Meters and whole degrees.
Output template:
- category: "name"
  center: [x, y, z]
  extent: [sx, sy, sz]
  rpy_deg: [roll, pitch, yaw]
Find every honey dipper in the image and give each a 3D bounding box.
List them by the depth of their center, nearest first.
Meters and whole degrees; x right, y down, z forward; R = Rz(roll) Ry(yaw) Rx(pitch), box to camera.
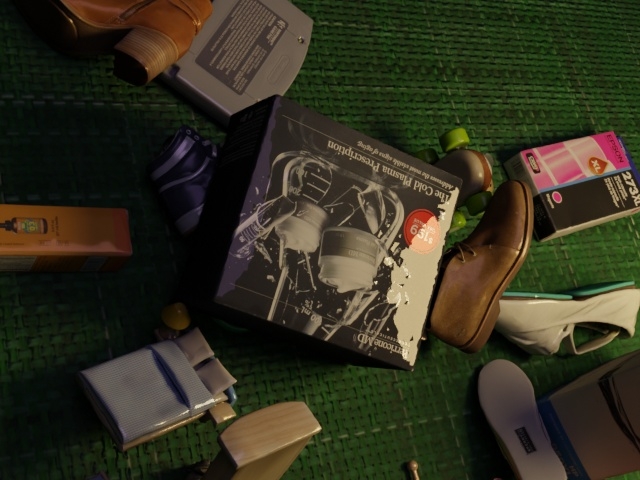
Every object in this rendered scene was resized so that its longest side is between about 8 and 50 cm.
- category: "honey dipper"
  center: [0.164, 0.427, 1.532]
  extent: [0.030, 0.030, 0.160]
  rpy_deg: [-6, 68, -31]

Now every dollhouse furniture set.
- category: "dollhouse furniture set"
  center: [-0.205, 0.210, 1.256]
  extent: [0.286, 0.198, 0.303]
  rpy_deg: [-15, 58, -41]

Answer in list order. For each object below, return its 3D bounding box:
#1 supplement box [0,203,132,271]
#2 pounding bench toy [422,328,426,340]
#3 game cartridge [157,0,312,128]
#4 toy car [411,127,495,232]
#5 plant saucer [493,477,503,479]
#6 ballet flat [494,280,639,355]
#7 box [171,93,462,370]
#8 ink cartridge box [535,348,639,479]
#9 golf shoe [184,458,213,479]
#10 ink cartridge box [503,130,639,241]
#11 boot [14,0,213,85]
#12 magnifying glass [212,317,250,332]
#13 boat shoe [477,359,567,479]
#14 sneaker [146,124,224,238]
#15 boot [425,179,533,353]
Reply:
- category: "supplement box"
  center: [-0.392, -0.002, 1.381]
  extent: [0.233, 0.080, 0.078]
  rpy_deg: [3, 66, -30]
- category: "pounding bench toy"
  center: [0.126, 0.144, 1.614]
  extent: [0.083, 0.065, 0.052]
  rpy_deg: [9, 65, -26]
- category: "game cartridge"
  center: [-0.134, -0.326, 1.689]
  extent: [0.196, 0.060, 0.294]
  rpy_deg: [34, 56, -8]
- category: "toy car"
  center: [0.284, -0.111, 1.783]
  extent: [0.188, 0.149, 0.155]
  rpy_deg: [-7, 71, -44]
- category: "plant saucer"
  center: [0.328, 0.558, 1.552]
  extent: [0.259, 0.048, 0.258]
  rpy_deg: [36, 55, -12]
- category: "ballet flat"
  center: [0.436, 0.146, 1.762]
  extent: [0.400, 0.139, 0.139]
  rpy_deg: [-2, 69, -31]
- category: "box"
  center: [0.000, 0.000, 1.464]
  extent: [0.343, 0.179, 0.312]
  rpy_deg: [21, 78, -25]
- category: "ink cartridge box"
  center: [0.575, 0.259, 1.613]
  extent: [0.285, 0.395, 0.166]
  rpy_deg: [-18, 77, -34]
- category: "golf shoe"
  center: [-0.104, 0.382, 1.376]
  extent: [0.198, 0.077, 0.094]
  rpy_deg: [20, 62, -8]
- category: "ink cartridge box"
  center: [0.550, -0.121, 1.979]
  extent: [0.371, 0.069, 0.176]
  rpy_deg: [-14, 76, -36]
- category: "boot"
  center: [-0.329, -0.387, 1.564]
  extent: [0.283, 0.109, 0.220]
  rpy_deg: [28, 51, 5]
- category: "magnifying glass"
  center: [-0.072, 0.116, 1.540]
  extent: [0.231, 0.026, 0.092]
  rpy_deg: [18, 61, -23]
- category: "boat shoe"
  center: [0.340, 0.328, 1.635]
  extent: [0.096, 0.088, 0.267]
  rpy_deg: [-21, 52, -5]
- category: "sneaker"
  center: [-0.149, -0.133, 1.563]
  extent: [0.282, 0.099, 0.153]
  rpy_deg: [-35, 89, -33]
- category: "boot"
  center: [0.259, 0.027, 1.607]
  extent: [0.115, 0.112, 0.305]
  rpy_deg: [25, 82, -22]
